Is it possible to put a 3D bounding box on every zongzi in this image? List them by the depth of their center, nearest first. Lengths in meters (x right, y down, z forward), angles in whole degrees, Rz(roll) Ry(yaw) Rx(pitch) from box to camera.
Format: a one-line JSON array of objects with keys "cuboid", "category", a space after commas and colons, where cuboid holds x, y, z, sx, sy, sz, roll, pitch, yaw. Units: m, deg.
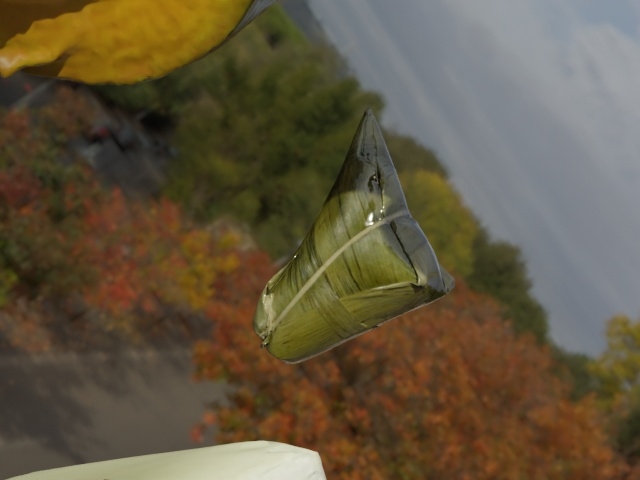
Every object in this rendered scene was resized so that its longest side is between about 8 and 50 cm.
[{"cuboid": [-0.002, 0.001, 1.421, 0.094, 0.205, 0.204, 18, 48, -63], "category": "zongzi"}]

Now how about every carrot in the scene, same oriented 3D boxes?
[{"cuboid": [-0.126, -0.231, 0.962, 0.241, 0.241, 0.341, 56, 25, -8], "category": "carrot"}]

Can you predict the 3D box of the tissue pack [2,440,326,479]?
[{"cuboid": [-0.183, 0.258, 0.804, 0.297, 0.380, 0.207, -23, 95, -46], "category": "tissue pack"}]
